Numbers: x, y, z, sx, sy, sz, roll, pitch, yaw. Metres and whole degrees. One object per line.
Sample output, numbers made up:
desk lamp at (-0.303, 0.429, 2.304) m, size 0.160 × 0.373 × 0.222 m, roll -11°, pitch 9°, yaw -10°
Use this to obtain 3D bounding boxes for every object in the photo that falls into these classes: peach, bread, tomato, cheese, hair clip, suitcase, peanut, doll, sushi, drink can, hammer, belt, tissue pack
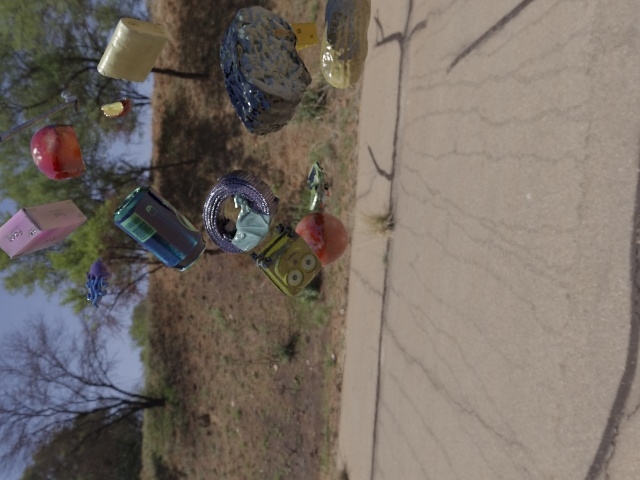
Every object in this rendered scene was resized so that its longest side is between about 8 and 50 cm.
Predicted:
peach at (-0.618, -0.401, 1.401) m, size 0.077 × 0.083 × 0.050 m, roll 29°, pitch 135°, yaw 53°
bread at (-0.503, -0.510, 1.237) m, size 0.178 × 0.139 × 0.060 m, roll -36°, pitch 72°, yaw 36°
tomato at (0.000, 0.000, 2.186) m, size 0.265 × 0.264 × 0.265 m, roll -178°, pitch 90°, yaw -80°
cheese at (-0.098, -0.937, 2.127) m, size 0.171 × 0.126 × 0.093 m, roll -150°, pitch 50°, yaw -66°
hair clip at (-0.003, -0.249, 2.154) m, size 0.321 × 0.091 × 0.139 m, roll -94°, pitch 19°, yaw -54°
suitcase at (-0.118, 0.081, 1.719) m, size 0.235 × 0.194 × 0.143 m, roll 52°, pitch 159°, yaw -26°
peanut at (0.073, -0.614, 1.385) m, size 0.159 × 0.142 × 0.292 m, roll -114°, pitch 24°, yaw -57°
doll at (-0.898, 0.169, 1.856) m, size 0.067 × 0.109 × 0.206 m, roll 49°, pitch -139°, yaw -75°
sushi at (-0.154, -0.443, 1.206) m, size 0.171 × 0.210 × 0.350 m, roll -49°, pitch 51°, yaw 50°
drink can at (-0.372, -0.026, 1.079) m, size 0.205 × 0.118 × 0.118 m, roll 48°, pitch -166°, yaw -27°
hammer at (-1.410, -0.613, 2.302) m, size 0.152 × 0.427 × 0.044 m, roll 40°, pitch 154°, yaw 21°
belt at (-0.308, -0.100, 1.748) m, size 0.122 × 0.260 × 0.325 m, roll -68°, pitch 5°, yaw -61°
tissue pack at (-0.879, -0.043, 1.459) m, size 0.093 × 0.148 × 0.246 m, roll 51°, pitch -170°, yaw -7°
peach at (-0.894, -0.291, 1.577) m, size 0.267 × 0.158 × 0.154 m, roll -15°, pitch 98°, yaw 64°
